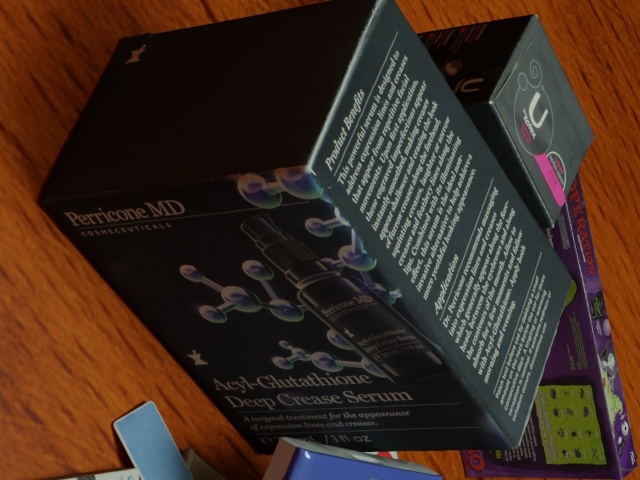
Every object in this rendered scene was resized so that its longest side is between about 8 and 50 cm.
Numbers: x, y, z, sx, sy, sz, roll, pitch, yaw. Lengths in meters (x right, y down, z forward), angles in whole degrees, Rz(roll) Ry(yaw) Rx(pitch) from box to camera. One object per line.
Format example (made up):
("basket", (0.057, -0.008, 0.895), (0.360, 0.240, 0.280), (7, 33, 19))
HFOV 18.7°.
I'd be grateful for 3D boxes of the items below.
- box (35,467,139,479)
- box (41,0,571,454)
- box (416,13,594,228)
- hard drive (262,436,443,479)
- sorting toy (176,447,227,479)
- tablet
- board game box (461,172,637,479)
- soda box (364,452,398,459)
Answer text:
("box", (-0.197, 0.241, 1.678), (0.136, 0.028, 0.081), (-2, 87, -53))
("box", (0.000, 0.000, 1.758), (0.395, 0.293, 0.212), (53, 46, -36))
("box", (0.109, -0.105, 1.942), (0.165, 0.270, 0.143), (59, 43, -31))
("hard drive", (-0.018, 0.346, 1.783), (0.210, 0.040, 0.319), (18, 96, -48))
("sorting toy", (-0.093, 0.323, 1.804), (0.208, 0.038, 0.193), (49, 49, -40))
("tablet", (-0.151, 0.191, 1.747), (0.054, 0.006, 0.083), (-29, 92, -47))
("board game box", (0.218, 0.093, 2.123), (0.056, 0.208, 0.347), (-27, 108, -53))
("soda box", (0.042, 0.266, 1.968), (0.069, 0.074, 0.216), (-33, 112, -51))
